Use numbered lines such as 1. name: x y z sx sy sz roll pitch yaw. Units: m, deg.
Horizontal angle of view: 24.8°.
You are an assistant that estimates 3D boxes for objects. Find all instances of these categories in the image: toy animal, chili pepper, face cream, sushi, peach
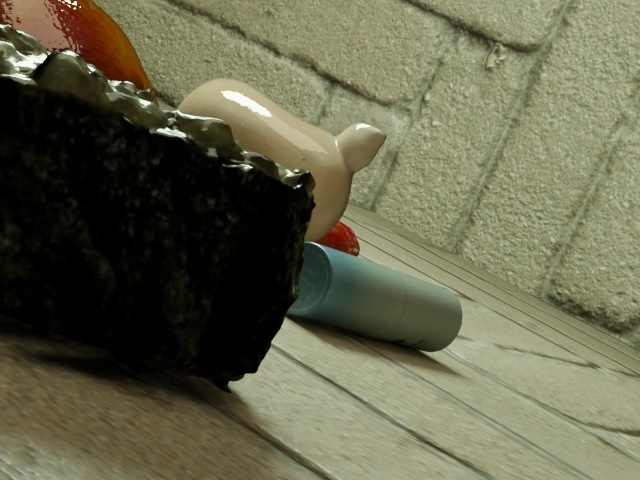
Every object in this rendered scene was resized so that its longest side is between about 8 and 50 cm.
1. toy animal: -0.085 -0.077 1.757 0.256 0.195 0.213 32 -32 18
2. chili pepper: 0.000 0.000 1.930 0.073 0.070 0.123 9 -2 34
3. face cream: 0.053 0.062 1.509 0.077 0.077 0.250 30 6 38
4. sushi: -0.159 -0.029 0.928 0.350 0.171 0.211 23 4 -32
5. peach: -0.243 -0.113 1.208 0.243 0.199 0.243 38 7 -6
